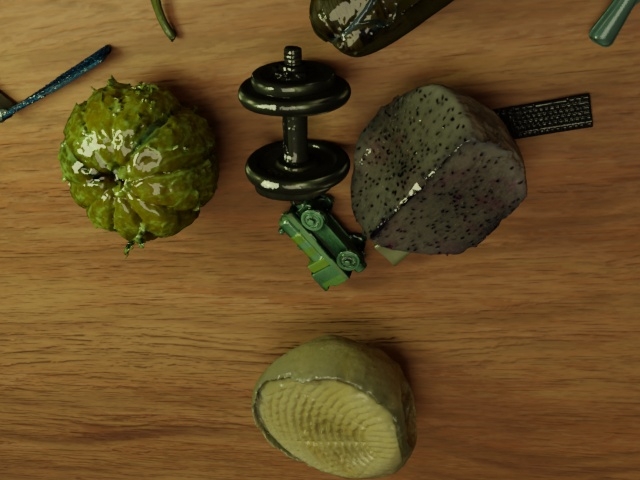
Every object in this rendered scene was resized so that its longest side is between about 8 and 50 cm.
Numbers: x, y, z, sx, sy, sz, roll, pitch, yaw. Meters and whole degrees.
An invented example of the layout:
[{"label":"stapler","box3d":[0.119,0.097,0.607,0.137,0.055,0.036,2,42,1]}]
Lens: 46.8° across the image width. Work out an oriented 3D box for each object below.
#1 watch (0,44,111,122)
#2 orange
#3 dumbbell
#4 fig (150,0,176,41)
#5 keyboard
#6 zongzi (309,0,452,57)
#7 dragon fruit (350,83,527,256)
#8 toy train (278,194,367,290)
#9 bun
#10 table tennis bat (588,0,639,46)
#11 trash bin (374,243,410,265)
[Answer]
[{"label":"watch","box3d":[-0.573,-0.336,1.421,0.276,0.068,0.274,35,119,-7]},{"label":"orange","box3d":[-0.338,-0.148,1.376,0.301,0.223,0.300,40,112,-7]},{"label":"dumbbell","box3d":[-0.042,-0.192,1.282,0.192,0.192,0.289,6,122,12]},{"label":"fig","box3d":[-0.269,-0.448,1.247,0.149,0.149,0.245,20,144,2]},{"label":"keyboard","box3d":[0.357,-0.205,1.269,0.205,0.013,0.061,-7,119,19]},{"label":"zongzi","box3d":[0.069,-0.479,1.061,0.323,0.160,0.360,-34,107,6]},{"label":"dragon fruit","box3d":[0.206,-0.123,1.261,0.221,0.203,0.283,18,132,-31]},{"label":"toy train","box3d":[0.000,0.000,1.458,0.132,0.083,0.200,-30,109,32]},{"label":"bun","box3d":[0.044,0.341,1.589,0.365,0.202,0.364,10,130,12]},{"label":"table tennis bat","box3d":[0.483,-0.403,1.100,0.153,0.040,0.244,27,120,-3]},{"label":"trash bin","box3d":[0.158,-0.003,1.435,0.061,0.043,0.092,42,122,-12]}]
